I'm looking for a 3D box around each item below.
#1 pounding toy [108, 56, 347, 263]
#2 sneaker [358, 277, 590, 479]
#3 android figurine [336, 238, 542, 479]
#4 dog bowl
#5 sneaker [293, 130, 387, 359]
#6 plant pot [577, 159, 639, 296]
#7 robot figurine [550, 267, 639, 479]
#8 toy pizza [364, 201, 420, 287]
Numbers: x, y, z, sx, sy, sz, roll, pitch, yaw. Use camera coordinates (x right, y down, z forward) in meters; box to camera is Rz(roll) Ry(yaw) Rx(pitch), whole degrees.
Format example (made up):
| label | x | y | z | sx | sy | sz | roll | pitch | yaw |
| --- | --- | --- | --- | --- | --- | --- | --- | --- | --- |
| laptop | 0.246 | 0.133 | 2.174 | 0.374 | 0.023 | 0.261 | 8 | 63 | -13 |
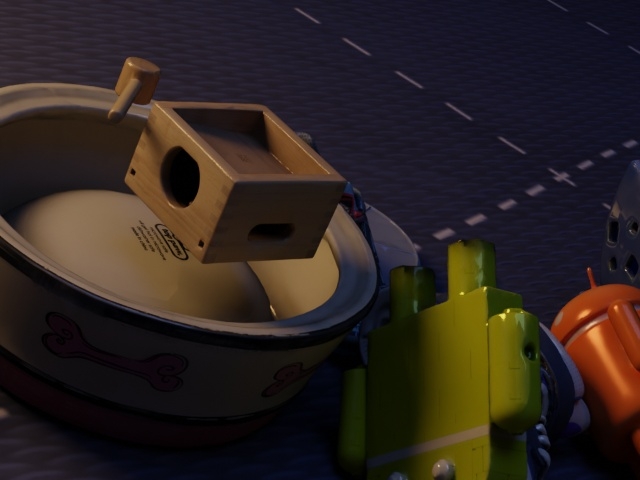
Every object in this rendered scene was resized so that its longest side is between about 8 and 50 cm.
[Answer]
| label | x | y | z | sx | sy | sz | roll | pitch | yaw |
| --- | --- | --- | --- | --- | --- | --- | --- | --- | --- |
| pounding toy | -0.117 | -0.067 | 1.414 | 0.181 | 0.094 | 0.206 | -3 | 36 | -44 |
| sneaker | 0.186 | 0.172 | 1.521 | 0.236 | 0.130 | 0.322 | 13 | 33 | -33 |
| android figurine | 0.100 | 0.142 | 1.392 | 0.056 | 0.248 | 0.272 | 16 | 67 | -32 |
| dog bowl | -0.162 | 0.023 | 1.485 | 0.408 | 0.150 | 0.408 | 19 | 26 | -10 |
| sneaker | 0.000 | 0.000 | 1.645 | 0.104 | 0.125 | 0.262 | -17 | 59 | -28 |
| plant pot | 0.438 | 0.068 | 1.829 | 0.236 | 0.212 | 0.236 | 7 | 30 | -31 |
| robot figurine | 0.309 | 0.137 | 1.666 | 0.158 | 0.128 | 0.219 | 22 | 35 | -46 |
| toy pizza | 0.012 | 0.003 | 1.796 | 0.201 | 0.032 | 0.201 | 18 | 28 | -10 |
